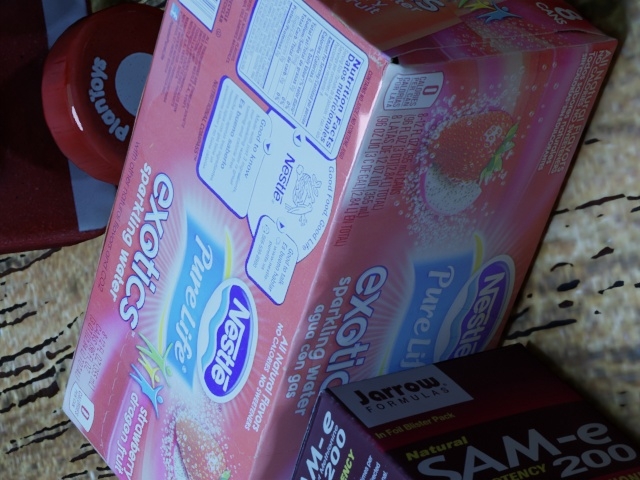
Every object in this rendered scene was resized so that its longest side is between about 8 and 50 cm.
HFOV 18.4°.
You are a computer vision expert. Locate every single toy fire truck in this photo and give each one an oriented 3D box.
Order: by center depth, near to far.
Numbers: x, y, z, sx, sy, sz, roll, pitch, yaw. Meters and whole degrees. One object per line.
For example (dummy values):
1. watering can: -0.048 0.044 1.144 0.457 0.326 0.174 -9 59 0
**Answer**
1. toy fire truck: -0.213 -0.129 1.097 0.169 0.254 0.302 -10 90 52

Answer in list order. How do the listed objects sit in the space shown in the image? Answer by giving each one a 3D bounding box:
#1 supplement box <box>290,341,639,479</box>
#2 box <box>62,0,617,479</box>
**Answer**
1. supplement box: 0.108 0.147 0.846 0.239 0.130 0.073 42 128 38
2. box: 0.000 0.000 0.943 0.154 0.142 0.300 44 130 38
